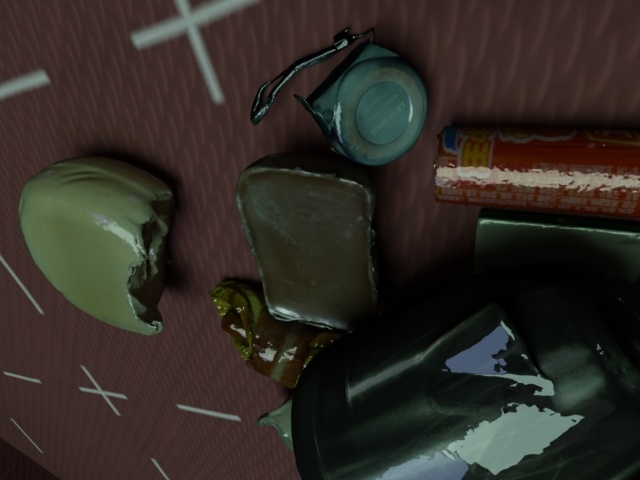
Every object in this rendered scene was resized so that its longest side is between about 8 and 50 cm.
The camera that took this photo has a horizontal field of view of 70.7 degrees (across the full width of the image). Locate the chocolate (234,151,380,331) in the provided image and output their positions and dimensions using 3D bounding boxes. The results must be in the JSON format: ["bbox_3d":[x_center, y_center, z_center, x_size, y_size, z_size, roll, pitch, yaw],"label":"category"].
[{"bbox_3d":[0.000,0.000,0.522,0.160,0.083,0.262,12,137,16],"label":"chocolate"}]

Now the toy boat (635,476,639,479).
[{"bbox_3d":[0.409,0.289,0.500,0.064,0.072,0.206,14,147,14],"label":"toy boat"}]

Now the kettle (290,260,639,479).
[{"bbox_3d":[0.185,0.161,0.433,0.320,0.229,0.324,28,132,-25],"label":"kettle"}]

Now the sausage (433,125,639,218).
[{"bbox_3d":[0.233,-0.055,0.368,0.273,0.074,0.074,8,126,22],"label":"sausage"}]

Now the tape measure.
[{"bbox_3d":[0.014,-0.134,0.449,0.107,0.104,0.179,44,167,-33],"label":"tape measure"}]

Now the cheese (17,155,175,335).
[{"bbox_3d":[-0.299,0.010,0.654,0.233,0.127,0.266,24,132,9],"label":"cheese"}]

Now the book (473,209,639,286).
[{"bbox_3d":[0.341,0.102,0.450,0.370,0.043,0.261,7,125,23],"label":"book"}]

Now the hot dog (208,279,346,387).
[{"bbox_3d":[-0.059,0.153,0.656,0.261,0.093,0.123,25,131,9],"label":"hot dog"}]

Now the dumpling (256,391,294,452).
[{"bbox_3d":[0.000,0.304,0.739,0.181,0.111,0.155,33,163,11],"label":"dumpling"}]
